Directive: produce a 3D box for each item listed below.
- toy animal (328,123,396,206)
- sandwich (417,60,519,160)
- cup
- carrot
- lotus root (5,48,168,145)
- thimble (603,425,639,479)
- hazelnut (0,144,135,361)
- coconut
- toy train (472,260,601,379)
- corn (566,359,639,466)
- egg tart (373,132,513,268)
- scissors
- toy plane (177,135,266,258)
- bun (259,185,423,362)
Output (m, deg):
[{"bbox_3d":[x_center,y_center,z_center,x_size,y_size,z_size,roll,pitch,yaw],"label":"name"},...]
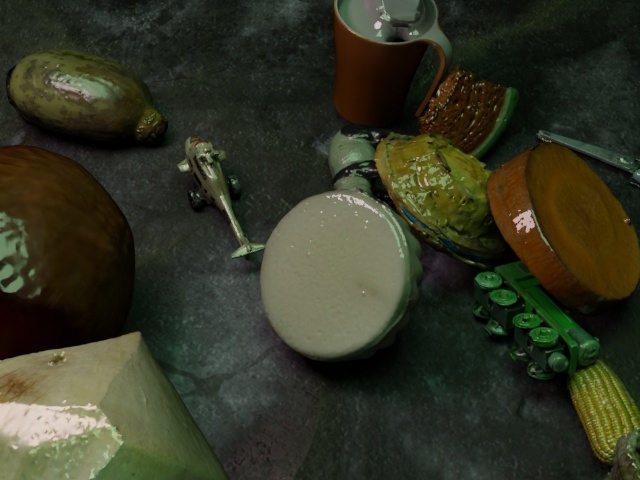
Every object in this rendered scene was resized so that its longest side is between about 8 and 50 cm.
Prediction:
[{"bbox_3d":[0.074,-0.121,2.089,0.121,0.094,0.225,-3,46,2],"label":"toy animal"},{"bbox_3d":[0.236,-0.204,2.140,0.079,0.159,0.235,17,73,53],"label":"sandwich"},{"bbox_3d":[0.121,-0.322,2.161,0.226,0.264,0.182,32,54,17],"label":"cup"},{"bbox_3d":[0.381,-0.016,1.888,0.258,0.100,0.307,22,38,-29],"label":"carrot"},{"bbox_3d":[-0.420,-0.260,2.216,0.309,0.173,0.173,16,47,7],"label":"lotus root"},{"bbox_3d":[0.457,0.331,1.586,0.137,0.143,0.190,-35,53,-27],"label":"thimble"},{"bbox_3d":[-0.465,0.060,1.765,0.421,0.353,0.421,-11,60,20],"label":"hazelnut"},{"bbox_3d":[-0.313,0.294,1.481,0.415,0.344,0.415,-2,72,7],"label":"coconut"},{"bbox_3d":[0.321,0.117,1.829,0.119,0.085,0.251,-13,33,-19],"label":"toy train"},{"bbox_3d":[0.406,0.243,1.735,0.085,0.063,0.165,-29,44,8],"label":"corn"},{"bbox_3d":[0.213,-0.081,1.949,0.291,0.107,0.291,28,31,-19],"label":"egg tart"},{"bbox_3d":[0.541,-0.130,2.127,0.360,0.029,0.191,21,45,24],"label":"scissors"},{"bbox_3d":[-0.168,-0.076,2.056,0.092,0.108,0.286,-16,59,-16],"label":"toy plane"},{"bbox_3d":[0.055,0.060,1.855,0.263,0.175,0.263,-6,77,29],"label":"bun"}]
